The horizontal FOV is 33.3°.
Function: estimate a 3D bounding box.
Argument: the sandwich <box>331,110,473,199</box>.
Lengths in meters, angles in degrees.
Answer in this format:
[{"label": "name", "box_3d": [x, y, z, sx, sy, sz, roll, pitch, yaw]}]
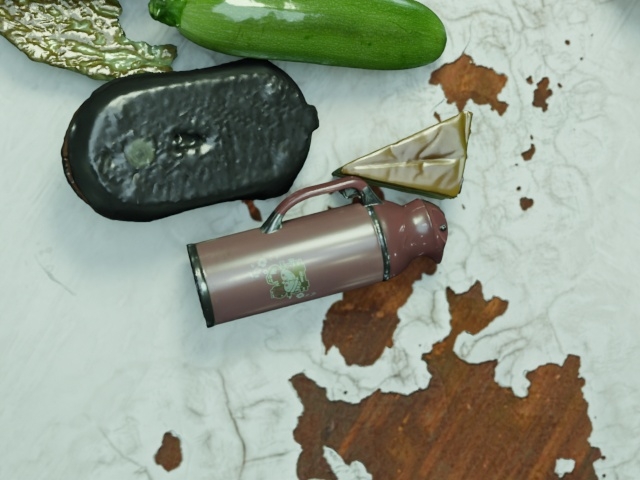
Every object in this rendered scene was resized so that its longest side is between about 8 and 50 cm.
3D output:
[{"label": "sandwich", "box_3d": [0.105, -0.123, 1.387, 0.163, 0.079, 0.113, 11, 88, -7]}]

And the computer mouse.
[{"label": "computer mouse", "box_3d": [-0.161, -0.124, 1.324, 0.323, 0.116, 0.183, -12, 103, -23]}]

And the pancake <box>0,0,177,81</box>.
[{"label": "pancake", "box_3d": [-0.334, -0.324, 1.332, 0.376, 0.054, 0.197, 45, 76, -8]}]

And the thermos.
[{"label": "thermos", "box_3d": [0.000, 0.004, 1.359, 0.330, 0.109, 0.136, -14, 82, -8]}]

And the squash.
[{"label": "squash", "box_3d": [-0.014, -0.271, 1.326, 0.395, 0.107, 0.107, 3, 91, -19]}]
